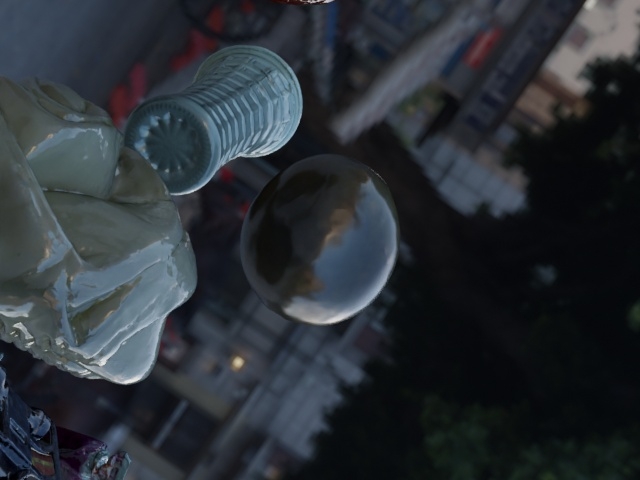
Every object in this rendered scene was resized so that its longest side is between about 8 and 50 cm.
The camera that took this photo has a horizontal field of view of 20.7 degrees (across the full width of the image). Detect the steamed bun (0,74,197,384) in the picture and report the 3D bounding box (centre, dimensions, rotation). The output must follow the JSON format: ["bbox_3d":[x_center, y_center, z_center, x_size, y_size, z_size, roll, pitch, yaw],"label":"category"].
[{"bbox_3d":[-0.291,-0.031,1.728,0.342,0.368,0.255,143,-29,-79],"label":"steamed bun"}]

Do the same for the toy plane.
[{"bbox_3d":[-0.307,0.149,1.425,0.155,0.106,0.381,-30,-143,8],"label":"toy plane"}]

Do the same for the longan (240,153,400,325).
[{"bbox_3d":[0.000,0.000,1.832,0.187,0.167,0.167,-64,179,13],"label":"longan"}]

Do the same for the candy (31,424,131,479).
[{"bbox_3d":[-0.228,0.185,1.519,0.043,0.175,0.045,-25,120,-51],"label":"candy"}]

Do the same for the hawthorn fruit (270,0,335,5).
[{"bbox_3d":[-0.036,-0.313,1.657,0.235,0.181,0.181,-11,160,-24],"label":"hawthorn fruit"}]

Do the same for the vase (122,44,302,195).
[{"bbox_3d":[-0.126,-0.138,2.016,0.143,0.143,0.299,-55,176,19],"label":"vase"}]
